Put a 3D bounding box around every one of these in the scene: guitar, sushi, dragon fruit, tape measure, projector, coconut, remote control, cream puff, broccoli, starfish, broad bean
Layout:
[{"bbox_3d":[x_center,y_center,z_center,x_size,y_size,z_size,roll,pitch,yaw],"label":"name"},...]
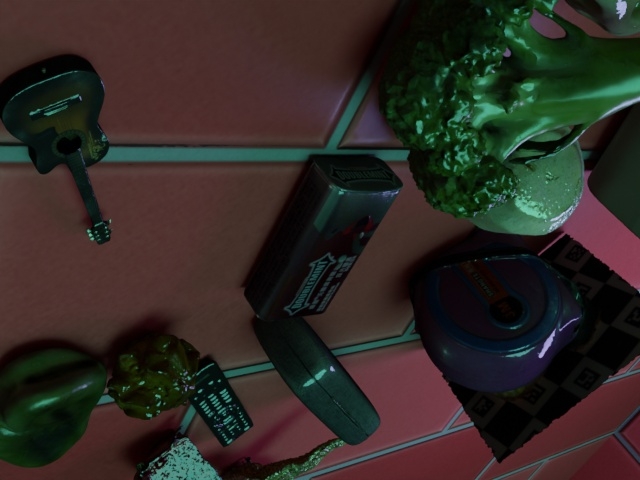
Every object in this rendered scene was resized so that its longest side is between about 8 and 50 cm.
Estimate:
[{"bbox_3d":[-0.224,-0.069,0.796,0.088,0.025,0.233,-27,148,-17],"label":"guitar"},{"bbox_3d":[0.336,0.138,1.405,0.339,0.320,0.069,-40,120,7],"label":"sushi"},{"bbox_3d":[-0.215,0.337,1.282,0.102,0.096,0.147,-41,119,-13],"label":"dragon fruit"},{"bbox_3d":[0.266,0.105,1.317,0.245,0.232,0.149,-25,146,-13],"label":"tape measure"},{"bbox_3d":[0.601,-0.129,1.323,0.248,0.249,0.249,-14,141,-34],"label":"projector"},{"bbox_3d":[0.236,-0.087,1.108,0.170,0.183,0.171,-3,97,-21],"label":"coconut"},{"bbox_3d":[-0.150,0.240,1.268,0.063,0.025,0.245,-32,147,-11],"label":"remote control"},{"bbox_3d":[-0.195,0.165,1.051,0.116,0.094,0.122,3,114,-63],"label":"cream puff"},{"bbox_3d":[0.197,-0.189,0.929,0.302,0.186,0.254,-36,110,2],"label":"broccoli"},{"bbox_3d":[-0.103,0.427,1.503,0.301,0.084,0.294,-20,148,-21],"label":"starfish"},{"bbox_3d":[-0.318,0.195,1.016,0.153,0.072,0.207,-20,155,-24],"label":"broad bean"}]

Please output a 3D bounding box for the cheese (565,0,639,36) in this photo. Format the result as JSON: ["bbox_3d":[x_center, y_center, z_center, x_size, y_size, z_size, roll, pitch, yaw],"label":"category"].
[{"bbox_3d":[0.345,-0.335,0.931,0.218,0.117,0.235,-34,150,-9],"label":"cheese"}]

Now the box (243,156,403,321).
[{"bbox_3d":[0.000,0.000,1.068,0.120,0.069,0.224,-3,136,-42],"label":"box"}]

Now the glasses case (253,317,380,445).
[{"bbox_3d":[0.002,0.204,1.270,0.074,0.131,0.323,-39,149,-4],"label":"glasses case"}]
